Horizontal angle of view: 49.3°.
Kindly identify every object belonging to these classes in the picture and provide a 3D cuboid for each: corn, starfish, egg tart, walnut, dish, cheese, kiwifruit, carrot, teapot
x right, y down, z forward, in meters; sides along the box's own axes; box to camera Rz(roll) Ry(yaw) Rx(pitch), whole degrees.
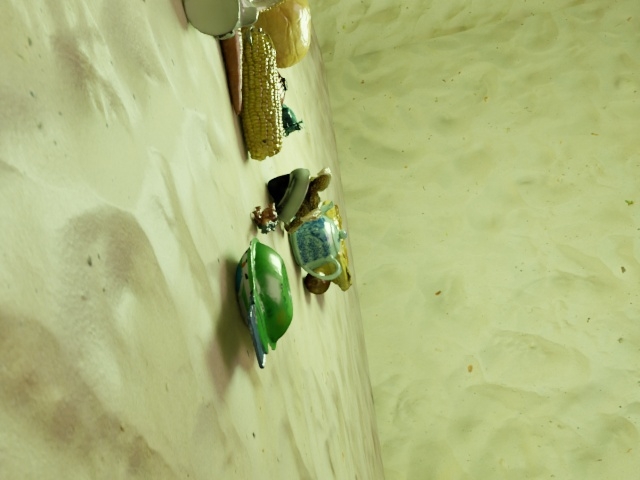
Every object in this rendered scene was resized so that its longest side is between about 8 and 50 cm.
[{"bbox_3d":[-0.131,-0.315,1.502,0.106,0.106,0.293,14,66,-82],"label":"corn"},{"bbox_3d":[-0.030,-0.099,1.690,0.238,0.071,0.216,121,-25,-44],"label":"starfish"},{"bbox_3d":[0.026,0.021,2.162,0.290,0.115,0.290,-10,90,-85],"label":"egg tart"},{"bbox_3d":[-0.108,-0.528,1.683,0.193,0.193,0.225,-92,167,-50],"label":"walnut"},{"bbox_3d":[-0.090,-0.120,1.659,0.141,0.078,0.141,-54,-157,35],"label":"dish"},{"bbox_3d":[-0.099,0.106,1.189,0.320,0.083,0.204,-86,165,-72],"label":"cheese"},{"bbox_3d":[-0.006,0.113,1.944,0.124,0.075,0.075,29,50,-86],"label":"kiwifruit"},{"bbox_3d":[-0.180,-0.364,1.445,0.048,0.048,0.216,-9,93,-83],"label":"carrot"},{"bbox_3d":[0.000,0.000,1.862,0.159,0.159,0.232,65,15,-62],"label":"teapot"}]

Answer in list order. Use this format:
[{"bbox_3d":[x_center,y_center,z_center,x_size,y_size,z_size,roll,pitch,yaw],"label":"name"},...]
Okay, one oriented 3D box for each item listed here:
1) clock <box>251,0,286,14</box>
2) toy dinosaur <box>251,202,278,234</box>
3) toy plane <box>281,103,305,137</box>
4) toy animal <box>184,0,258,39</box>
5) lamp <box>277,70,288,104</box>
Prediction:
[{"bbox_3d":[-0.131,-0.603,1.402,0.200,0.244,0.317,58,-2,14],"label":"clock"},{"bbox_3d":[-0.113,-0.043,1.444,0.154,0.049,0.055,-94,175,-72],"label":"toy dinosaur"},{"bbox_3d":[-0.093,-0.353,2.048,0.096,0.060,0.235,67,9,11],"label":"toy plane"},{"bbox_3d":[-0.171,-0.441,1.306,0.103,0.131,0.221,62,9,-16],"label":"toy animal"},{"bbox_3d":[-0.124,-0.360,1.649,0.107,0.092,0.107,-11,90,-84],"label":"lamp"}]
